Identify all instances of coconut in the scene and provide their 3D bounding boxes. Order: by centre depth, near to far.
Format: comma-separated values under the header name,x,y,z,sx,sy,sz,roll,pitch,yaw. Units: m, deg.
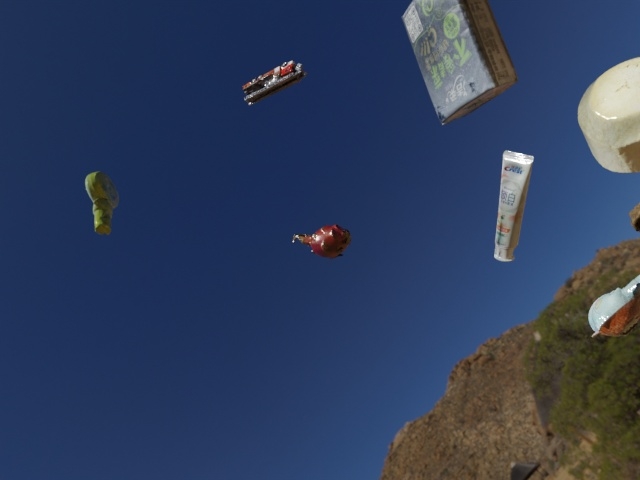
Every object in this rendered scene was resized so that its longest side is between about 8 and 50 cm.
name,x,y,z,sx,sy,sz,roll,pitch,yaw
coconut,0.622,-0.232,0.829,0.222,0.202,0.202,27,-79,-37

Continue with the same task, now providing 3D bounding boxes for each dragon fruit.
name,x,y,z,sx,sy,sz,roll,pitch,yaw
dragon fruit,0.000,0.000,1.622,0.125,0.246,0.125,26,-108,-63

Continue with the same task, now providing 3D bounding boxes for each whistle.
name,x,y,z,sx,sy,sz,roll,pitch,yaw
whistle,-0.559,-0.092,1.097,0.057,0.198,0.104,-19,-36,-1
whistle,0.994,0.189,1.377,0.142,0.134,0.346,19,-63,-24

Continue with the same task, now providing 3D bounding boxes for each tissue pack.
name,x,y,z,sx,sy,sz,roll,pitch,yaw
tissue pack,0.412,-0.599,1.333,0.124,0.395,0.288,-20,-1,-16

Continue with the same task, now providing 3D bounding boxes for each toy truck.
name,x,y,z,sx,sy,sz,roll,pitch,yaw
toy truck,-0.055,-0.189,0.516,0.083,0.032,0.024,-19,-41,19

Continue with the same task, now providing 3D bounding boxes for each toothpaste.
name,x,y,z,sx,sy,sz,roll,pitch,yaw
toothpaste,0.557,-0.094,1.254,0.066,0.100,0.323,-14,-64,-23

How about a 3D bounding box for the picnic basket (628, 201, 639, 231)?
name,x,y,z,sx,sy,sz,roll,pitch,yaw
picnic basket,0.780,-0.092,0.941,0.055,0.110,0.193,-65,-2,-52
